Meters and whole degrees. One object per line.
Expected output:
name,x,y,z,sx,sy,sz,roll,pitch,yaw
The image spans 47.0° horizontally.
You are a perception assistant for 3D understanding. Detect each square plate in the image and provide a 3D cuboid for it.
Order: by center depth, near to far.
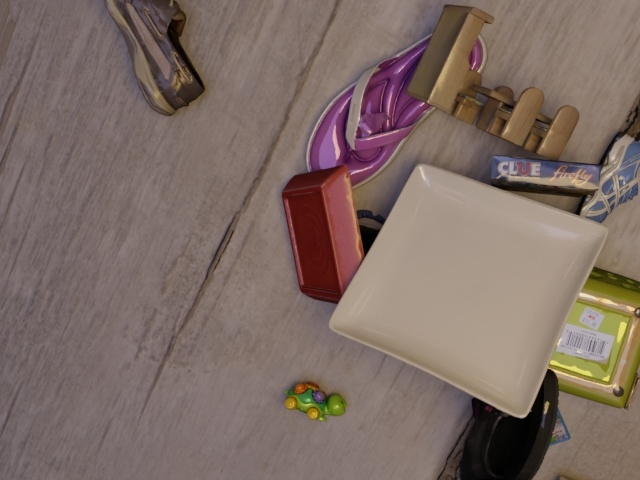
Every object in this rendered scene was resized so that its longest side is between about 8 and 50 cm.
square plate,0.239,0.068,1.204,0.344,0.049,0.347,23,71,23

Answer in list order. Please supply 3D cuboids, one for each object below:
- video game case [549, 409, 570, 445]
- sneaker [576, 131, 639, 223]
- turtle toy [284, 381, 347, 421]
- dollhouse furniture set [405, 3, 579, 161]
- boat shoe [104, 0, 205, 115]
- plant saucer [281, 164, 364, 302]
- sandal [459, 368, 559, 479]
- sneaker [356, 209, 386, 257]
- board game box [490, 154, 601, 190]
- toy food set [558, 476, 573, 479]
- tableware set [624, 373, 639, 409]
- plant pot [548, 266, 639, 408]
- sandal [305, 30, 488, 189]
video game case,0.396,0.326,1.429,0.119,0.015,0.166,-23,91,15
sneaker,0.518,-0.084,1.313,0.081,0.080,0.211,27,103,11
turtle toy,-0.012,0.328,1.497,0.130,0.095,0.066,22,80,10
dollhouse furniture set,0.293,-0.267,1.234,0.242,0.212,0.161,20,103,-22
boat shoe,-0.328,-0.430,1.463,0.130,0.132,0.355,-20,101,6
plant saucer,0.000,0.000,1.371,0.047,0.258,0.259,-12,95,-23
sandal,0.290,0.347,1.262,0.107,0.446,0.168,13,56,0
sneaker,0.152,0.059,1.367,0.315,0.182,0.127,29,105,9
board game box,0.375,-0.107,1.258,0.165,0.243,0.042,7,92,12
toy food set,0.505,0.624,1.414,0.219,0.092,0.306,21,110,9
tableware set,0.561,0.230,1.296,0.020,0.168,0.141,18,86,22
plant pot,0.448,0.158,1.289,0.228,0.207,0.227,17,96,10
sandal,0.124,-0.255,1.374,0.416,0.102,0.169,-43,86,14
